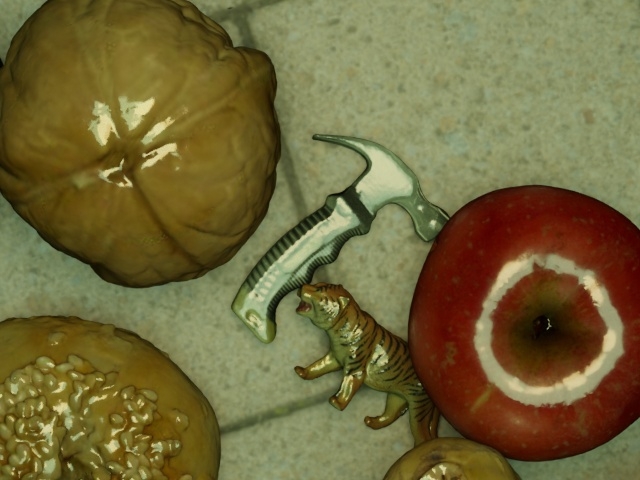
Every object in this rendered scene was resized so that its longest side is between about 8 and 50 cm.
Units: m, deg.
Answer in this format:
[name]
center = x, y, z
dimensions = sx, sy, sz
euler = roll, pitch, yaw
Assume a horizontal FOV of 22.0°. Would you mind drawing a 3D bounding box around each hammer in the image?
[hammer]
center = 0.000, 0.000, 1.639
dimensions = 0.226, 0.041, 0.159
euler = -45, 93, 0

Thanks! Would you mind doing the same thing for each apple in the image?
[apple]
center = 0.206, 0.075, 1.563
dimensions = 0.260, 0.216, 0.260
euler = 0, 93, -1

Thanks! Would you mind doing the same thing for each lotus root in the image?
[lotus root]
center = 0.145, 0.296, 1.539
dimensions = 0.152, 0.342, 0.169
euler = -27, 57, 3

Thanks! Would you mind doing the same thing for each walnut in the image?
[walnut]
center = -0.166, -0.099, 1.496
dimensions = 0.277, 0.313, 0.252
euler = 33, 100, -11

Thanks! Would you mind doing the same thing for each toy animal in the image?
[toy animal]
center = 0.057, 0.134, 1.626
dimensions = 0.241, 0.057, 0.099
euler = 37, 92, -20

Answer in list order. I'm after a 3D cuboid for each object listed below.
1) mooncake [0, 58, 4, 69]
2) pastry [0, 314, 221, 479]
[mooncake]
center = -0.434, -0.113, 1.562
dimensions = 0.285, 0.155, 0.284
euler = 0, 90, -3
[pastry]
center = -0.254, 0.214, 1.568
dimensions = 0.316, 0.184, 0.284
euler = 8, 91, -2
